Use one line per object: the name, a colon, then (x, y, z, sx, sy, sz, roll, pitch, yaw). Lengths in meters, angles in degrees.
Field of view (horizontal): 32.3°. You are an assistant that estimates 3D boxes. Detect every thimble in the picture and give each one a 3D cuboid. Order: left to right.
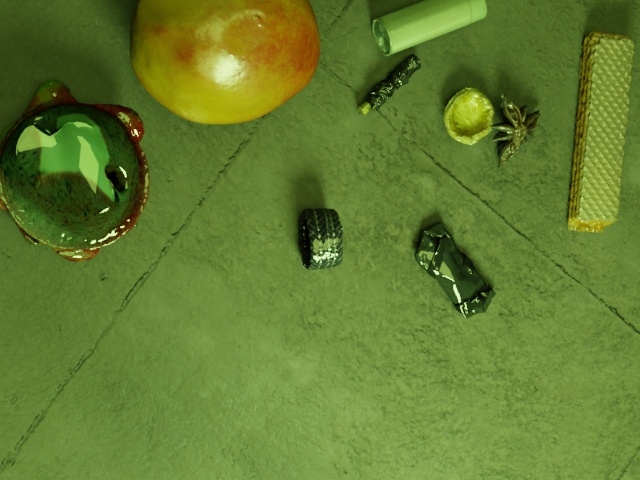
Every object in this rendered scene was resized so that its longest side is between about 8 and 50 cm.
thimble: (0.000, -0.002, 1.922, 0.066, 0.095, 0.104, -4, 109, -15)

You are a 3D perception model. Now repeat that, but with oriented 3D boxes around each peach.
peach: (-0.143, -0.327, 1.763, 0.308, 0.289, 0.289, 19, 87, -13)

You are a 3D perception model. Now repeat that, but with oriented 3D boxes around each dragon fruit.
dragon fruit: (-0.401, -0.113, 1.778, 0.268, 0.130, 0.295, -20, 99, -11)

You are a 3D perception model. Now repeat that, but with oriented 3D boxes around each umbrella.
umbrella: (0.123, -0.277, 1.975, 0.144, 0.040, 0.037, -44, 113, -9)

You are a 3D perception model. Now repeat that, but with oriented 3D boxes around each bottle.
bottle: (0.195, -0.396, 1.973, 0.201, 0.072, 0.072, -24, 100, -15)

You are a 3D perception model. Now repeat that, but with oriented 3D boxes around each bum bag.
bum bag: (0.248, 0.059, 2.028, 0.087, 0.049, 0.198, -43, 104, -16)

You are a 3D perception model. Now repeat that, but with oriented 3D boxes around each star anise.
star anise: (0.352, -0.194, 2.042, 0.124, 0.056, 0.129, 16, 91, -38)

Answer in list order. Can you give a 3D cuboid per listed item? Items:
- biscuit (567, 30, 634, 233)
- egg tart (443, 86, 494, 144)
biscuit: (0.530, -0.204, 2.098, 0.094, 0.054, 0.379, 5, 92, -17)
egg tart: (0.267, -0.227, 2.022, 0.105, 0.039, 0.105, -1, 94, -18)
